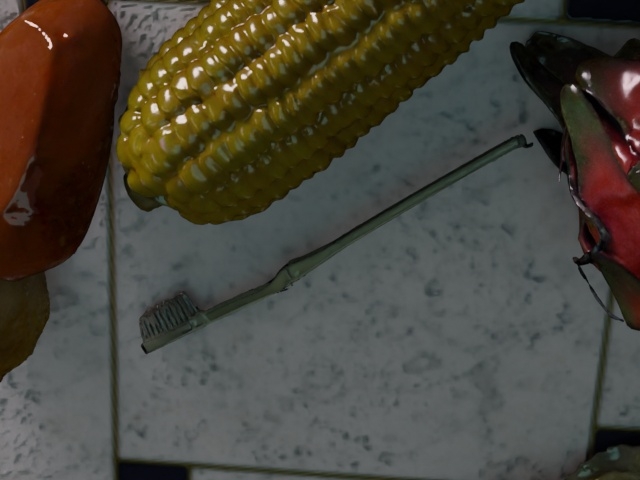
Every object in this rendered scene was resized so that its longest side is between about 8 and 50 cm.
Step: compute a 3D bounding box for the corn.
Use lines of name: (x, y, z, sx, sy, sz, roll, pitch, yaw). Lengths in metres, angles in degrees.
corn: (0.027, -0.132, 0.761, 0.363, 0.120, 0.120, -36, 106, 18)

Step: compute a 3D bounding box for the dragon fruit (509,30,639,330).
dragon fruit: (0.226, -0.037, 0.760, 0.274, 0.193, 0.192, 27, 142, -6)

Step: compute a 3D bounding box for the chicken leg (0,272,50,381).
chicken leg: (-0.236, -0.025, 0.837, 0.087, 0.107, 0.252, -6, 105, 24)

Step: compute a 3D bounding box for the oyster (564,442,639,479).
oyster: (0.264, 0.242, 0.901, 0.351, 0.115, 0.238, 12, 113, -1)

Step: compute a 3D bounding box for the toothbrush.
toothbrush: (0.003, 0.005, 0.859, 0.294, 0.026, 0.028, -25, 97, 18)

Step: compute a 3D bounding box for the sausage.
sausage: (-0.165, -0.064, 0.797, 0.089, 0.089, 0.179, 11, 87, -1)
